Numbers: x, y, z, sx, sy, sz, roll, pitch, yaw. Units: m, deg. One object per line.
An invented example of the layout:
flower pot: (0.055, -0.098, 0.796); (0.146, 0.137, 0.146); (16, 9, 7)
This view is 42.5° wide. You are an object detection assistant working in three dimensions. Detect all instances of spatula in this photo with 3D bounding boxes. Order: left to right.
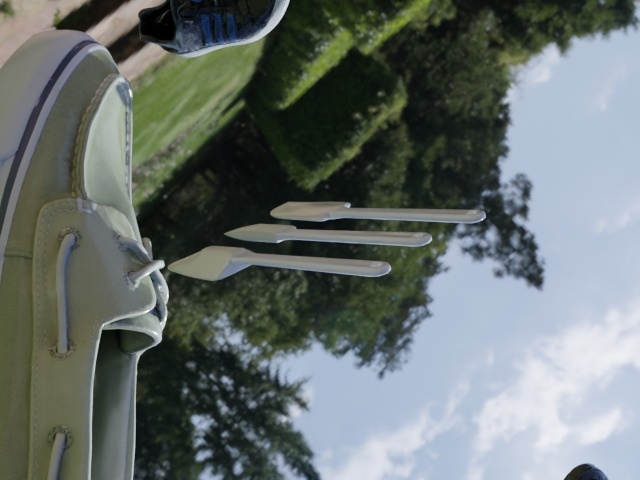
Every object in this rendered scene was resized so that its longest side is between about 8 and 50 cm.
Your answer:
spatula: (0.000, 0.000, 0.691); (0.242, 0.019, 0.168); (5, -158, 44)

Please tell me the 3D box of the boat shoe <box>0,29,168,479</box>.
boat shoe: (-0.121, 0.036, 0.402); (0.109, 0.094, 0.302); (75, 18, -70)

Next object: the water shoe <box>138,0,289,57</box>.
water shoe: (-0.116, -0.240, 0.868); (0.080, 0.072, 0.203); (-2, 171, -45)

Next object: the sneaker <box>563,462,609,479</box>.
sneaker: (0.389, 0.352, 1.083); (0.051, 0.170, 0.089); (-49, -138, 6)
